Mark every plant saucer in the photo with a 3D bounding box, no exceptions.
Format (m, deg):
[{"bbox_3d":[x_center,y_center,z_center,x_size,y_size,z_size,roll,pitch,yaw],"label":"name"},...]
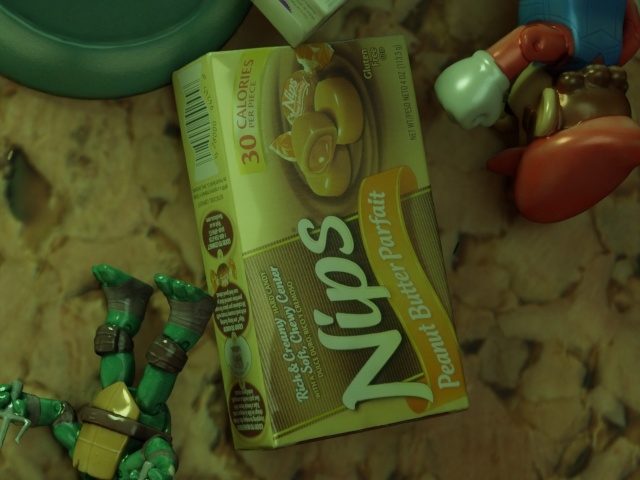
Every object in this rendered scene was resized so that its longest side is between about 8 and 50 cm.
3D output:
[{"bbox_3d":[-0.185,-0.274,1.437,0.317,0.043,0.318,2,84,-20],"label":"plant saucer"}]

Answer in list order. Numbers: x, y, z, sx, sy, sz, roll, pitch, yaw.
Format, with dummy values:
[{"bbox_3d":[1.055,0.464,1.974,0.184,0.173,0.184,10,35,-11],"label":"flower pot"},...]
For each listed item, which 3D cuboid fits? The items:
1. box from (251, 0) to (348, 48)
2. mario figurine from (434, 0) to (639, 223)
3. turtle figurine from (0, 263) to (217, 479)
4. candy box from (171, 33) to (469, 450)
[{"bbox_3d":[0.064,-0.277,1.473,0.067,0.063,0.324,47,55,-4],"label":"box"},{"bbox_3d":[0.189,-0.175,1.527,0.198,0.170,0.321,3,90,-6],"label":"mario figurine"},{"bbox_3d":[-0.165,0.140,1.367,0.175,0.118,0.234,13,75,22],"label":"turtle figurine"},{"bbox_3d":[0.000,0.000,1.448,0.182,0.087,0.317,-8,88,-26],"label":"candy box"}]
